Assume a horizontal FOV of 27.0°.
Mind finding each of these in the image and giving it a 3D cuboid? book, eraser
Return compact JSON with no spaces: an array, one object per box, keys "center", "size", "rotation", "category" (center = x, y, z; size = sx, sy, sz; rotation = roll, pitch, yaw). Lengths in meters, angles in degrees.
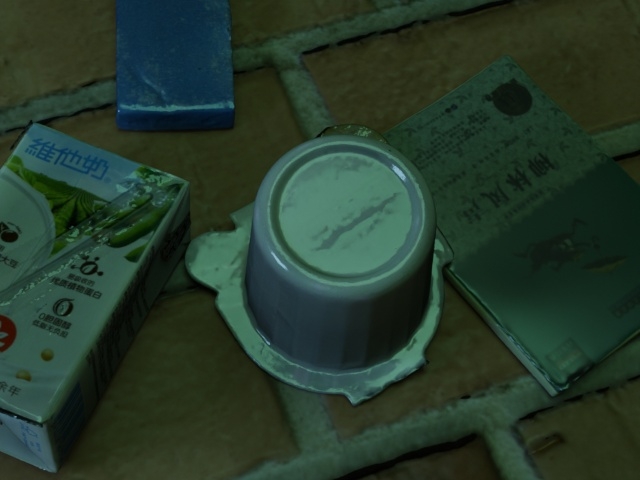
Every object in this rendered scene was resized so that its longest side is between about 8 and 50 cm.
[{"center":[0.242,-0.028,1.546],"size":[0.264,0.031,0.379],"rotation":[-34,67,-19],"category":"book"},{"center":[-0.183,-0.272,1.644],"size":[0.144,0.043,0.312],"rotation":[-1,59,-8],"category":"eraser"}]

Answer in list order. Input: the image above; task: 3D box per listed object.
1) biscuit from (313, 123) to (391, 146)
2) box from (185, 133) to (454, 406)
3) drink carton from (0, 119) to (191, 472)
[{"center":[0.030,-0.081,1.545],"size":[0.120,0.015,0.120],"rotation":[-4,72,11],"category":"biscuit"},{"center":[0.000,0.000,1.388],"size":[0.291,0.206,0.262],"rotation":[16,66,4],"category":"box"},{"center":[-0.288,0.057,1.381],"size":[0.194,0.132,0.325],"rotation":[22,57,8],"category":"drink carton"}]
